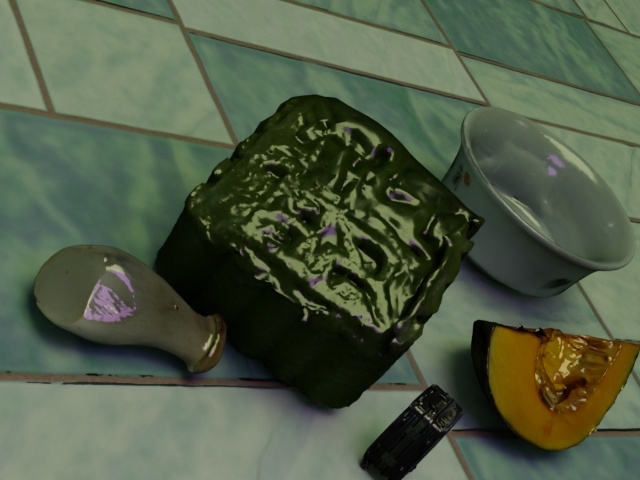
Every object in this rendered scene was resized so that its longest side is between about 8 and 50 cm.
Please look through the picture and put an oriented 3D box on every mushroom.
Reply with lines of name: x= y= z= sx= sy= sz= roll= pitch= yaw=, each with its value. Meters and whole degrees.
mushroom: x=-0.210 y=0.078 z=1.404 sx=0.225 sy=0.093 sz=0.116 roll=26 pitch=53 yaw=-36

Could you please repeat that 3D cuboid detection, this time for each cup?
cup: x=0.324 y=-0.039 z=2.001 sx=0.347 sy=0.163 sz=0.347 roll=26 pitch=35 yaw=-20

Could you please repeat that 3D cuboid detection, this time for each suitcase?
suitcase: x=0.112 y=0.236 z=1.490 sx=0.059 sy=0.126 sz=0.086 roll=44 pitch=32 yaw=9

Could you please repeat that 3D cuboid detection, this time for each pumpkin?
pumpkin: x=0.305 y=0.207 z=1.756 sx=0.312 sy=0.148 sz=0.169 roll=9 pitch=84 yaw=-33

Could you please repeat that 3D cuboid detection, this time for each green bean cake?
green bean cake: x=0.000 y=0.000 z=1.532 sx=0.319 sy=0.218 sz=0.335 roll=35 pitch=48 yaw=-1
